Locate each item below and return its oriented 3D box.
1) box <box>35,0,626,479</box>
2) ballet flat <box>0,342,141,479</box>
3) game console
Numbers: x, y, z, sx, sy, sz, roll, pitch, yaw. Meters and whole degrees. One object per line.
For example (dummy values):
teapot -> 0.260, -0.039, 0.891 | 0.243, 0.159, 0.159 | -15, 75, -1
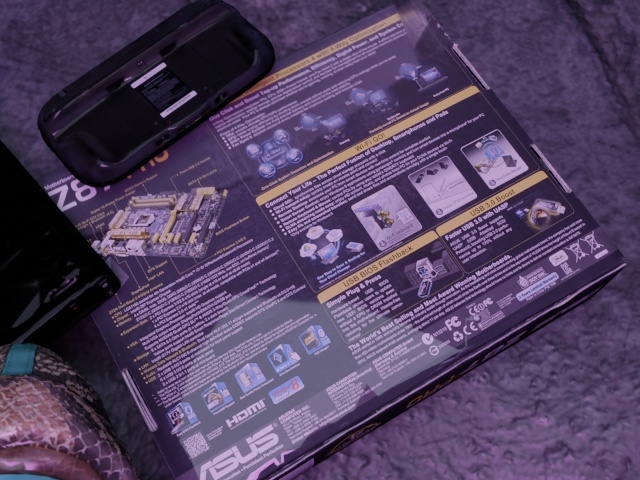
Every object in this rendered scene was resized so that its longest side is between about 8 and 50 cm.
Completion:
box -> 0.000, 0.000, 0.693 | 0.395, 0.097, 0.318 | -30, 72, -12
ballet flat -> -0.182, 0.286, 0.495 | 0.164, 0.182, 0.483 | 3, 106, -16
game console -> -0.186, -0.068, 0.655 | 0.361, 0.044, 0.213 | -39, 72, -14
